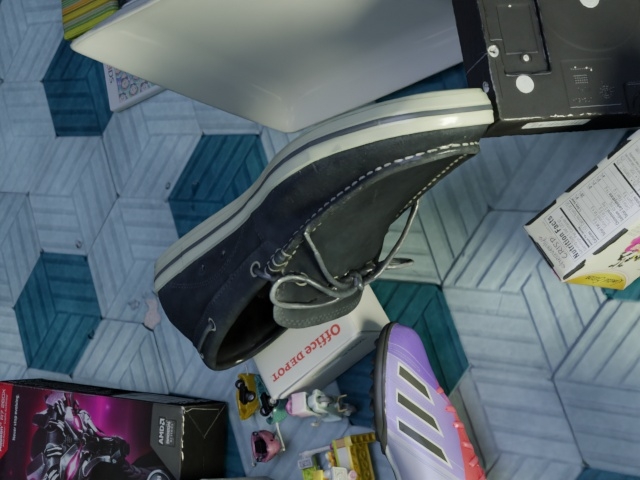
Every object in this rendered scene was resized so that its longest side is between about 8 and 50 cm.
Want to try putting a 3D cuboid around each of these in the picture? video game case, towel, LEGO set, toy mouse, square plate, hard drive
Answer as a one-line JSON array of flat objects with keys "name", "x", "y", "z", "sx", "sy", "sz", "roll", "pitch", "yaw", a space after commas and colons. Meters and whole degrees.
[{"name": "video game case", "x": -0.247, "y": -0.273, "z": 1.520, "sx": 0.157, "sy": 0.019, "sz": 0.143, "roll": -19, "pitch": 75, "yaw": 33}, {"name": "towel", "x": -0.339, "y": -0.412, "z": 1.588, "sx": 0.102, "sy": 0.021, "sz": 0.237, "roll": -17, "pitch": 70, "yaw": 28}, {"name": "LEGO set", "x": -0.003, "y": 0.320, "z": 1.226, "sx": 0.107, "sy": 0.132, "sz": 0.287, "roll": -22, "pitch": 51, "yaw": 38}, {"name": "toy mouse", "x": -0.062, "y": 0.218, "z": 1.315, "sx": 0.143, "sy": 0.031, "sz": 0.161, "roll": 31, "pitch": 124, "yaw": 57}, {"name": "square plate", "x": -0.024, "y": -0.227, "z": 1.148, "sx": 0.344, "sy": 0.347, "sz": 0.049, "roll": -18, "pitch": 67, "yaw": 38}, {"name": "hard drive", "x": 0.238, "y": -0.273, "z": 1.057, "sx": 0.064, "sy": 0.237, "sz": 0.339, "roll": 141, "pitch": 121, "yaw": -70}]

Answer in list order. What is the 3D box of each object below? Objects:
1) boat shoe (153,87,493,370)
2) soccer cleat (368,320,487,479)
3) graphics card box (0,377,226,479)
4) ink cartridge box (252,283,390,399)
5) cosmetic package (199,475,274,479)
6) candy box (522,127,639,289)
[{"name": "boat shoe", "x": 0.000, "y": 0.000, "z": 1.092, "sx": 0.500, "sy": 0.187, "sz": 0.156, "roll": -35, "pitch": 72, "yaw": 45}, {"name": "soccer cleat", "x": 0.130, "y": 0.240, "z": 1.164, "sx": 0.116, "sy": 0.108, "sz": 0.318, "roll": -12, "pitch": 81, "yaw": 22}, {"name": "graphics card box", "x": -0.295, "y": 0.316, "z": 1.460, "sx": 0.371, "sy": 0.094, "sz": 0.233, "roll": 2, "pitch": 87, "yaw": 35}, {"name": "ink cartridge box", "x": -0.028, "y": 0.067, "z": 1.293, "sx": 0.148, "sy": 0.086, "sz": 0.203, "roll": -41, "pitch": 65, "yaw": 27}, {"name": "cosmetic package", "x": -0.111, "y": 0.404, "z": 1.302, "sx": 0.085, "sy": 0.117, "sz": 0.231, "roll": 21, "pitch": 97, "yaw": 43}, {"name": "candy box", "x": 0.324, "y": -0.051, "z": 1.009, "sx": 0.233, "sy": 0.159, "sz": 0.071, "roll": -43, "pitch": 63, "yaw": 26}]
